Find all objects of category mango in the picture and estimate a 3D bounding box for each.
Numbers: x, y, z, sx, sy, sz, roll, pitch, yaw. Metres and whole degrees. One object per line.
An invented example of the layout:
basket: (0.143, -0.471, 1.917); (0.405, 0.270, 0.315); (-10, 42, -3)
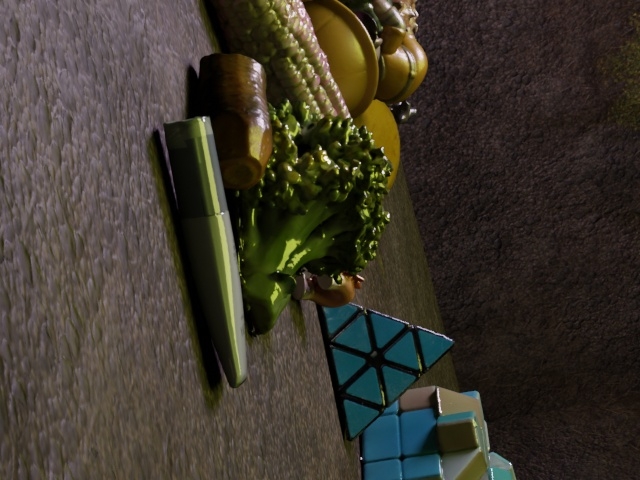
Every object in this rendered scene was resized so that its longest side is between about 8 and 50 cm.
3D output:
mango: (0.034, -0.130, 2.232); (0.331, 0.142, 0.195); (-56, 129, -70)

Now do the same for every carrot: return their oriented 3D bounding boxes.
carrot: (-0.090, -0.129, 1.580); (0.082, 0.082, 0.173); (69, 13, -49)

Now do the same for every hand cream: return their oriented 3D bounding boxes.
hand cream: (-0.100, 0.011, 1.413); (0.079, 0.048, 0.255); (-53, 131, -81)

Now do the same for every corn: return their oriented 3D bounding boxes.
corn: (-0.047, -0.223, 1.880); (0.127, 0.126, 0.335); (-94, 168, -46)

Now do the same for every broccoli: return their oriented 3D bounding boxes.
broccoli: (-0.002, -0.031, 1.686); (0.242, 0.180, 0.273); (70, 11, -49)

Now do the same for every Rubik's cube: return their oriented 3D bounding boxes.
Rubik's cube: (0.106, 0.160, 2.197); (0.190, 0.178, 0.211); (-21, 100, -85)
Rubik's cube: (0.179, 0.343, 2.278); (0.265, 0.213, 0.224); (-90, 167, -45)

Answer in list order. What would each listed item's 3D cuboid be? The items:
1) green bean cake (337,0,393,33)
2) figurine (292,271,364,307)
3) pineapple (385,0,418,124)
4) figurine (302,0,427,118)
green bean cake: (0.017, -0.317, 2.242); (0.183, 0.185, 0.094); (65, 19, -54)
figurine: (0.000, 0.000, 2.005); (0.102, 0.111, 0.195); (35, 44, -53)
pineapple: (0.056, -0.277, 2.443); (0.223, 0.223, 0.357); (-17, 103, -82)
figurine: (0.035, -0.245, 2.080); (0.257, 0.192, 0.167); (1, 51, -37)
